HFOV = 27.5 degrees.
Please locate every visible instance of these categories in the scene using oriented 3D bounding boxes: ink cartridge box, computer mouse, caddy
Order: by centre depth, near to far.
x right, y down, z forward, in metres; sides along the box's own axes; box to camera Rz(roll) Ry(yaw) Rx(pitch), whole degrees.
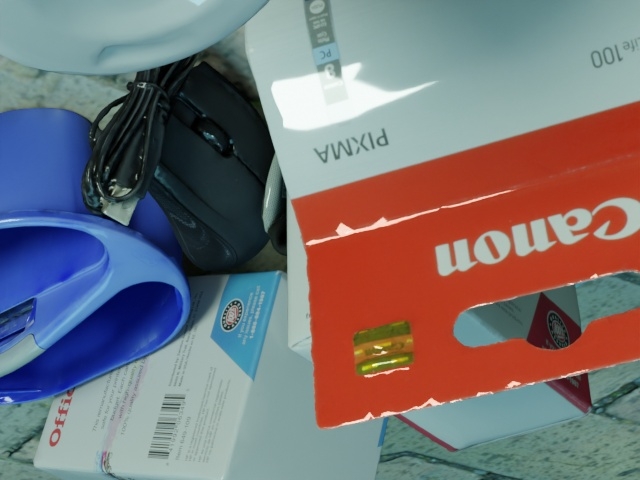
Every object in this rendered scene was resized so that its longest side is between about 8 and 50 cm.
[{"bbox_3d":[0.109,-0.103,0.807,0.308,0.385,0.091,-15,146,16],"label":"ink cartridge box"},{"bbox_3d":[0.085,-0.026,0.985,0.131,0.306,0.226,-24,140,28],"label":"ink cartridge box"},{"bbox_3d":[-0.086,-0.056,1.058,0.072,0.189,0.272,9,159,21],"label":"computer mouse"},{"bbox_3d":[-0.273,0.040,1.163,0.341,0.179,0.241,-25,139,28],"label":"caddy"},{"bbox_3d":[-0.099,0.159,1.263,0.270,0.198,0.197,-4,153,42],"label":"ink cartridge box"}]

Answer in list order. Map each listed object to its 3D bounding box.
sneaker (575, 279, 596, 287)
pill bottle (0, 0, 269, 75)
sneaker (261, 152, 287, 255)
[{"bbox_3d":[0.188,0.010,1.209,0.365,0.135,0.150,-12,147,32],"label":"sneaker"},{"bbox_3d":[-0.114,-0.216,0.559,0.152,0.272,0.152,-17,149,-10],"label":"pill bottle"},{"bbox_3d":[0.000,0.000,1.099,0.086,0.132,0.229,-3,119,27],"label":"sneaker"}]
